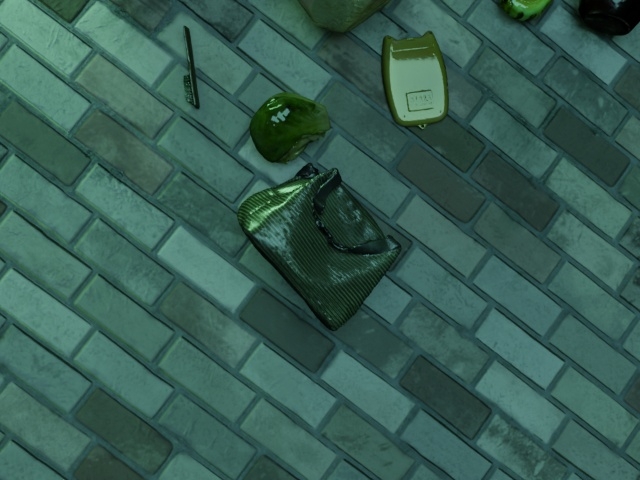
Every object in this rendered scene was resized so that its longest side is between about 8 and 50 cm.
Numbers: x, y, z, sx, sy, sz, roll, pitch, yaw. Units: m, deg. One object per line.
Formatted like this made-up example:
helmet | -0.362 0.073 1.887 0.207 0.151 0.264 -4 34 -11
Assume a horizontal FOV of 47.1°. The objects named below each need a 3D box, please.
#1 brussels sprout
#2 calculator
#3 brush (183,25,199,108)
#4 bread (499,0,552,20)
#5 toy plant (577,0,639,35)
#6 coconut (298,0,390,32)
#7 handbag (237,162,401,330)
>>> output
brussels sprout | -0.074 -0.263 1.665 0.183 0.131 0.145 -37 97 -2
calculator | 0.228 -0.383 1.754 0.157 0.033 0.236 -9 90 -8
brush | -0.306 -0.399 1.698 0.028 0.034 0.190 -7 89 10
bread | 0.497 -0.595 1.774 0.130 0.071 0.139 25 83 -7
toy plant | 0.724 -0.618 1.753 0.218 0.175 0.235 22 88 -43
coconut | 0.040 -0.650 1.624 0.297 0.297 0.309 -39 95 -7
handbag | 0.000 0.000 1.601 0.240 0.247 0.340 -43 104 -4
